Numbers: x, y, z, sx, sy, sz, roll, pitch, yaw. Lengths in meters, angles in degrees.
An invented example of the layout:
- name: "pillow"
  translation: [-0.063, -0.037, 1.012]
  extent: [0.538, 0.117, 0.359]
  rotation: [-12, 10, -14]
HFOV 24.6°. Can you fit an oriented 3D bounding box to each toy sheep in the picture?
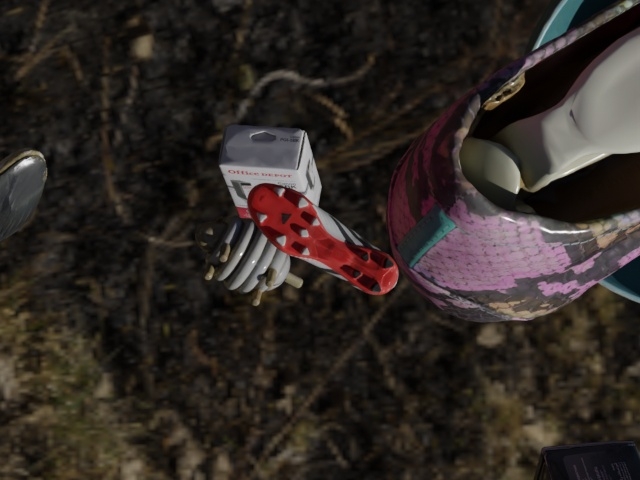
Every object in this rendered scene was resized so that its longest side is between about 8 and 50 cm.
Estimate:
- name: "toy sheep"
  translation: [-0.079, 0.020, 1.606]
  extent: [0.132, 0.091, 0.091]
  rotation: [33, 58, -15]

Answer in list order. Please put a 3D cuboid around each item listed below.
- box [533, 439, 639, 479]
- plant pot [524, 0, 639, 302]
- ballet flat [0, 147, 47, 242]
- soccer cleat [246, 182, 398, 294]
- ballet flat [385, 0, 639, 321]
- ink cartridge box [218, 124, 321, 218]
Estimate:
- name: "box"
  translation: [0.145, 0.235, 0.705]
  extent: [0.175, 0.051, 0.220]
  rotation: [94, -12, -47]
- name: "plant pot"
  translation: [0.283, -0.114, 1.109]
  extent: [0.195, 0.290, 0.290]
  rotation: [-85, 154, -71]
- name: "ballet flat"
  translation: [-0.274, -0.014, 1.164]
  extent: [0.057, 0.173, 0.049]
  rotation: [16, 36, -41]
- name: "soccer cleat"
  translation: [0.000, 0.000, 0.707]
  extent: [0.083, 0.035, 0.029]
  rotation: [30, 87, -7]
- name: "ballet flat"
  translation: [0.116, -0.051, 0.377]
  extent: [0.221, 0.079, 0.077]
  rotation: [-30, 84, -13]
- name: "ink cartridge box"
  translation: [-0.059, -0.077, 1.739]
  extent: [0.135, 0.099, 0.056]
  rotation: [71, 25, -62]
